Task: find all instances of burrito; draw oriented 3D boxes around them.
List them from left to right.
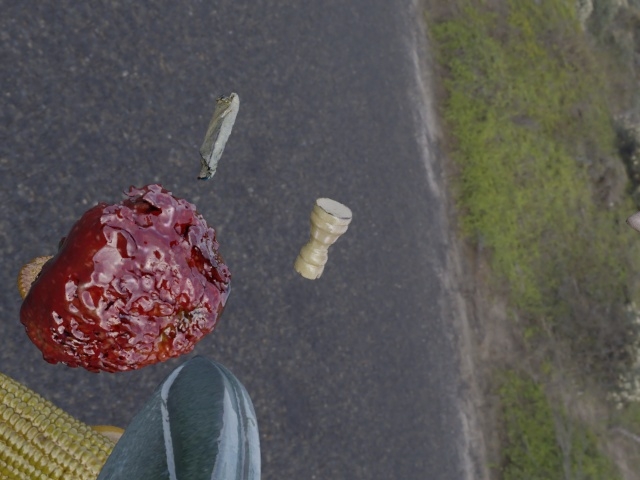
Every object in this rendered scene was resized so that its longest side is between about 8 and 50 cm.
[{"bbox_3d":[-0.179,-0.184,1.330,0.042,0.051,0.171,33,61,-31],"label":"burrito"}]

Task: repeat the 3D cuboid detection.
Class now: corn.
[{"bbox_3d":[-0.430,0.314,1.164,0.387,0.144,0.144,29,36,-4],"label":"corn"}]

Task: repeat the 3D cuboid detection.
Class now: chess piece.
[{"bbox_3d":[0.000,0.000,1.209,0.066,0.122,0.066,20,22,-9],"label":"chess piece"}]

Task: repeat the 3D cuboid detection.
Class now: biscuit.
[{"bbox_3d":[-0.535,0.125,1.654,0.254,0.035,0.254,37,20,-16],"label":"biscuit"}]

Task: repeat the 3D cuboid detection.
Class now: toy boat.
[{"bbox_3d":[-0.098,0.193,0.463,0.092,0.141,0.319,48,29,-29],"label":"toy boat"}]

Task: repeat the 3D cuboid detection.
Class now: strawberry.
[{"bbox_3d":[-0.239,0.062,1.009,0.220,0.274,0.274,37,28,5],"label":"strawberry"}]

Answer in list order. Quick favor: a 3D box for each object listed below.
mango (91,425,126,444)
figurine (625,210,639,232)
[{"bbox_3d":[-0.372,0.405,1.399,0.262,0.157,0.109,54,40,-59],"label":"mango"},{"bbox_3d":[0.353,0.002,0.668,0.138,0.125,0.125,43,10,31],"label":"figurine"}]
